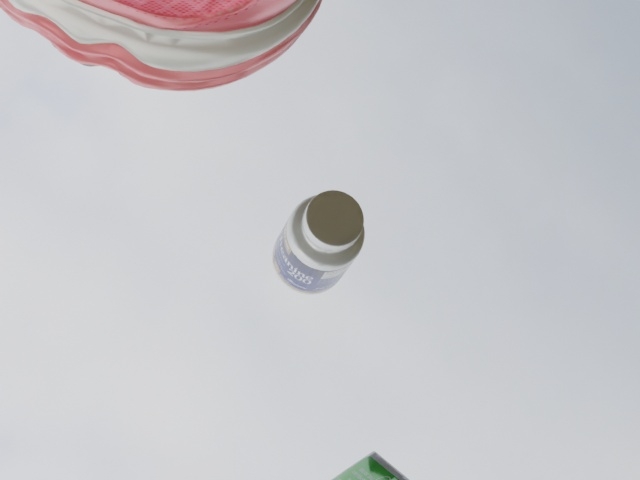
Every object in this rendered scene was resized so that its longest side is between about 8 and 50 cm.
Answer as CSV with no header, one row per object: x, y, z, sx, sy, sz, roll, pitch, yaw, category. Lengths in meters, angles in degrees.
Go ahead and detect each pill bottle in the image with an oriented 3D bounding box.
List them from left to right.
0.000,0.000,1.323,0.067,0.120,0.067,4,-109,-11,pill bottle

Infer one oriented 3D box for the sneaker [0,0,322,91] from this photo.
-0.127,-0.144,0.431,0.314,0.136,0.116,16,-106,-16,sneaker

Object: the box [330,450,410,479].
0.024,0.322,1.051,0.262,0.231,0.127,58,172,-11,box
